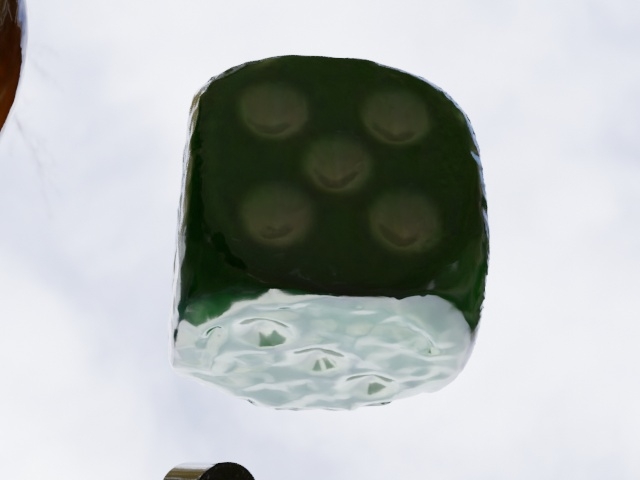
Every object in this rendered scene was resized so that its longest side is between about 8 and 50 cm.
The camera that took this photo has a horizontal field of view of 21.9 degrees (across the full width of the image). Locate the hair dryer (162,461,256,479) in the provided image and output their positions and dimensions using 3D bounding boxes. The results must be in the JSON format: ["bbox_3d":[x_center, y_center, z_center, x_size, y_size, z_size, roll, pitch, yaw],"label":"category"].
[{"bbox_3d":[-0.116,0.273,1.340,0.057,0.100,0.198,26,-109,-19],"label":"hair dryer"}]

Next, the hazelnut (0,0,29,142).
[{"bbox_3d":[-0.428,-0.191,1.492,0.372,0.315,0.372,1,-87,25],"label":"hazelnut"}]

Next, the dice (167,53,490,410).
[{"bbox_3d":[0.000,0.000,1.688,0.300,0.297,0.287,4,-120,-7],"label":"dice"}]
